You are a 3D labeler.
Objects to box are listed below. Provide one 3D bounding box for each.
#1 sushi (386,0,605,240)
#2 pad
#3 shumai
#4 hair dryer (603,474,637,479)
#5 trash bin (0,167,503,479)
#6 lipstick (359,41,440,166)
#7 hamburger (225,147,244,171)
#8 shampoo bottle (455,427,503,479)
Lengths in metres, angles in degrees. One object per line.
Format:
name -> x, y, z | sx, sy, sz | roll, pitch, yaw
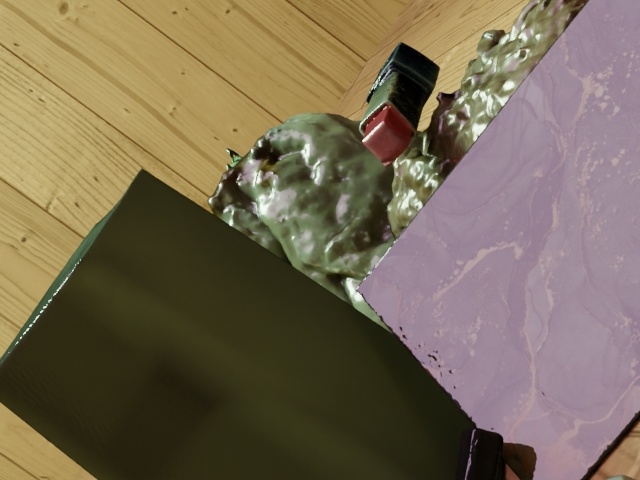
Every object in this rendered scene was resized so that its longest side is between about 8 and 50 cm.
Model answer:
sushi -> 0.184, -0.080, 1.221 | 0.211, 0.171, 0.350 | -58, 8, -26
pad -> 0.197, -0.034, 0.998 | 0.367, 0.007, 0.247 | -52, 48, 11
shumai -> 0.024, -0.008, 1.496 | 0.309, 0.263, 0.304 | -55, 7, -10
hair dryer -> 0.122, 0.184, 0.804 | 0.173, 0.107, 0.357 | -50, 3, 7
trash bin -> -0.043, 0.118, 1.082 | 0.158, 0.343, 0.223 | -47, 9, 23
lipstick -> 0.065, -0.118, 1.315 | 0.051, 0.051, 0.312 | -54, 4, 18
hamburger -> 0.007, 0.003, 1.802 | 0.150, 0.261, 0.276 | -32, 37, -18
shampoo bottle -> 0.095, 0.190, 0.959 | 0.048, 0.027, 0.137 | 43, -127, -61
